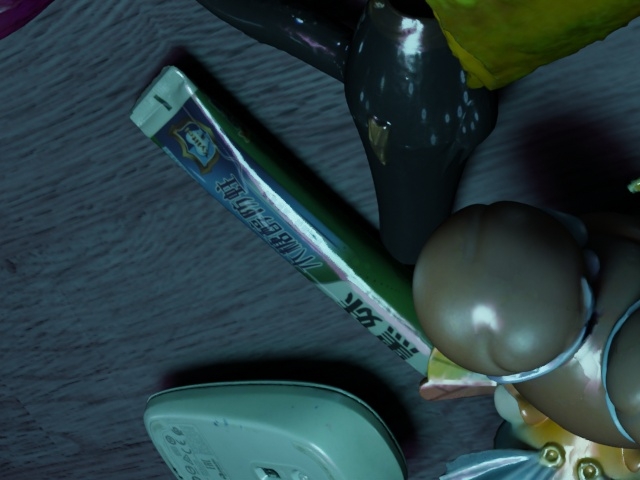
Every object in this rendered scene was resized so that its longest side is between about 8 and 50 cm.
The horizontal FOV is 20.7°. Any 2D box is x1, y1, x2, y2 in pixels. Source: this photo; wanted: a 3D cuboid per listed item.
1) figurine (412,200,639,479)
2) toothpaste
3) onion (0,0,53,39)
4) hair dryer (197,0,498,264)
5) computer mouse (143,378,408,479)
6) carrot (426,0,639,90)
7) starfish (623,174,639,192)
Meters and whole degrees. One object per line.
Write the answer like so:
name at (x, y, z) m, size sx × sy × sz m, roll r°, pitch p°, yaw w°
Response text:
figurine at (0.200, 0.131, 1.355) m, size 0.277 × 0.248 × 0.388 m, roll 23°, pitch 132°, yaw 14°
toothpaste at (0.000, 0.000, 1.487) m, size 0.392 × 0.061 × 0.099 m, roll 40°, pitch 144°, yaw -8°
onion at (-0.214, -0.324, 1.145) m, size 0.420 × 0.398 × 0.398 m, roll -10°, pitch 130°, yaw -2°
hair dryer at (-0.023, -0.145, 1.371) m, size 0.359 × 0.120 × 0.303 m, roll 30°, pitch 153°, yaw 18°
computer mouse at (-0.039, 0.190, 1.663) m, size 0.288 × 0.097 × 0.159 m, roll -1°, pitch 131°, yaw 45°
carrot at (0.165, -0.247, 1.035) m, size 0.341 × 0.241 × 0.241 m, roll -22°, pitch 116°, yaw 36°
starfish at (0.357, -0.123, 1.026) m, size 0.347 × 0.078 × 0.358 m, roll -6°, pitch 149°, yaw -16°
